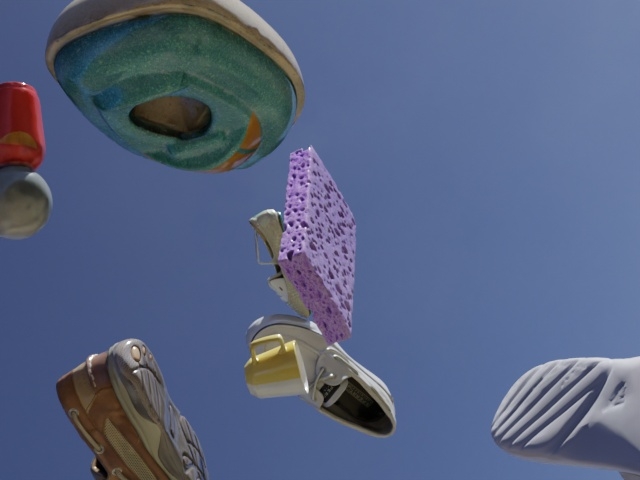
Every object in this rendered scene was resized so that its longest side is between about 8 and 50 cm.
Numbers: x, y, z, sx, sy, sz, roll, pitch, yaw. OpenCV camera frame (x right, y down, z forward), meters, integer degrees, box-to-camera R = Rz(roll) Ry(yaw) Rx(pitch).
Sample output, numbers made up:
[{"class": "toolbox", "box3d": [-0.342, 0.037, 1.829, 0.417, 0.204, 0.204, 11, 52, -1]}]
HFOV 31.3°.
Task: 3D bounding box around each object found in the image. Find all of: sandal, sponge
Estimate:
[{"class": "sandal", "box3d": [0.220, 0.120, 0.710, 0.076, 0.265, 0.102, 42, -113, -22]}, {"class": "sponge", "box3d": [0.000, 0.000, 1.213, 0.031, 0.210, 0.117, -21, -59, 16]}]

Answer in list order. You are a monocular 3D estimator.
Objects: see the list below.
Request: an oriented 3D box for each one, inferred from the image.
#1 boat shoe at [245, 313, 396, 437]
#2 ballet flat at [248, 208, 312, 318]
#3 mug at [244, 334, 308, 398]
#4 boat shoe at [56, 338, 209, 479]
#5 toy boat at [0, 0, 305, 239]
[{"class": "boat shoe", "box3d": [0.006, 0.203, 1.651, 0.096, 0.088, 0.267, -45, -64, 9]}, {"class": "ballet flat", "box3d": [-0.062, 0.039, 1.654, 0.052, 0.168, 0.057, -19, -1, -14]}, {"class": "mug", "box3d": [-0.054, 0.144, 1.298, 0.062, 0.064, 0.078, -52, -52, -85]}, {"class": "boat shoe", "box3d": [-0.212, 0.258, 1.351, 0.116, 0.123, 0.324, -18, -62, 3]}, {"class": "toy boat", "box3d": [-0.170, -0.103, 1.010, 0.267, 0.318, 0.148, 32, -133, -58]}]
